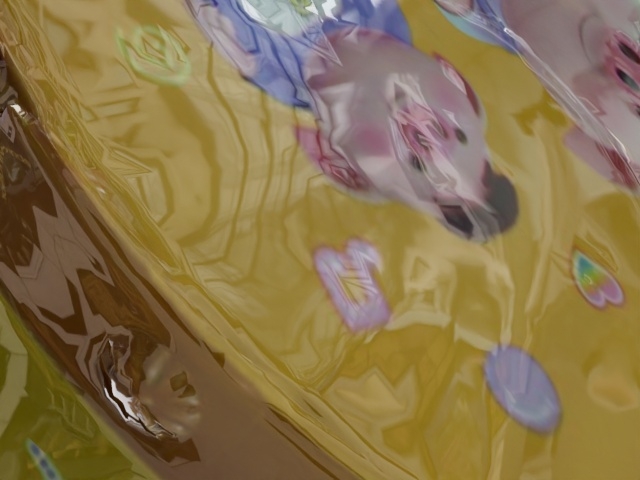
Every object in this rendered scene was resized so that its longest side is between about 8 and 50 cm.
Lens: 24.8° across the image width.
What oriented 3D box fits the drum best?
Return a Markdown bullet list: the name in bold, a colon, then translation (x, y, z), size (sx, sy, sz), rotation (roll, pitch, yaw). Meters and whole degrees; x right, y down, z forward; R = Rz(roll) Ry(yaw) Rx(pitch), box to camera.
- **drum**: translation (0.000, 0.000, 0.539), size (0.431, 0.431, 0.214), rotation (-3, -31, -46)
